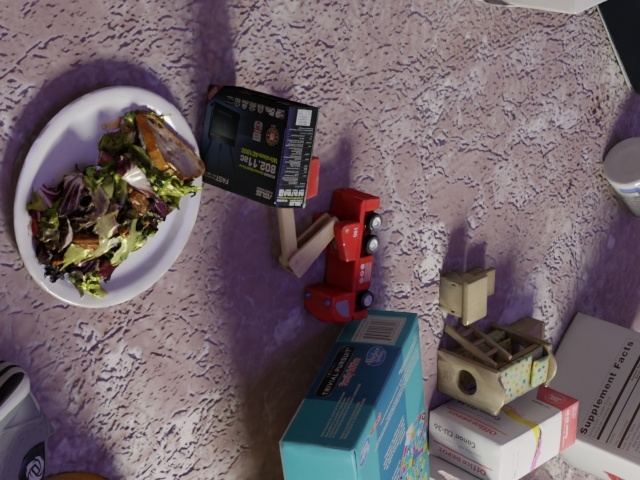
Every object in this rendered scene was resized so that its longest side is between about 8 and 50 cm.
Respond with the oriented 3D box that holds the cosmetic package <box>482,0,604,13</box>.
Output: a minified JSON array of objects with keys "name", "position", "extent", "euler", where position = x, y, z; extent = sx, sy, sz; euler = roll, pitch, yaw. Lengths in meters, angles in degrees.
[{"name":"cosmetic package","position":[0.214,-0.426,1.249],"extent":[0.155,0.197,0.365],"euler":[-29,126,-37]}]

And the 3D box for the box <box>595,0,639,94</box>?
[{"name":"box","position":[0.535,-0.475,1.500],"extent":[0.472,0.297,0.480],"euler":[-56,136,-18]}]

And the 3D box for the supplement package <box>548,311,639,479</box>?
[{"name":"supplement package","position":[0.454,0.245,1.682],"extent":[0.177,0.293,0.175],"euler":[44,72,-45]}]

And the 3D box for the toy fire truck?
[{"name":"toy fire truck","position":[0.000,0.000,1.295],"extent":[0.135,0.047,0.192],"euler":[-10,113,-44]}]

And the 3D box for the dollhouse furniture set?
[{"name":"dollhouse furniture set","position":[0.241,0.100,1.546],"extent":[0.182,0.101,0.161],"euler":[-21,119,-40]}]

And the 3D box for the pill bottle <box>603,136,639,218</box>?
[{"name":"pill bottle","position":[0.442,-0.074,1.709],"extent":[0.137,0.078,0.078],"euler":[42,74,-46]}]

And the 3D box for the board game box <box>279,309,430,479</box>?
[{"name":"board game box","position":[0.048,0.282,1.355],"extent":[0.254,0.079,0.336],"euler":[-55,145,-57]}]

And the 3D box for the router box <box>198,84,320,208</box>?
[{"name":"router box","position":[-0.059,-0.086,1.145],"extent":[0.038,0.122,0.092],"euler":[-2,106,-42]}]

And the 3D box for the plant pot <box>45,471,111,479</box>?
[{"name":"plant pot","position":[-0.189,0.336,1.118],"extent":[0.205,0.188,0.205],"euler":[-20,119,-41]}]

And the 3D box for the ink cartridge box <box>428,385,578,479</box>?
[{"name":"ink cartridge box","position":[0.213,0.237,1.559],"extent":[0.198,0.115,0.067],"euler":[-21,120,-41]}]

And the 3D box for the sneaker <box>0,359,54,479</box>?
[{"name":"sneaker","position":[-0.299,0.219,1.038],"extent":[0.229,0.086,0.132],"euler":[-48,136,-24]}]

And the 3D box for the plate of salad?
[{"name":"plate of salad","position":[-0.174,-0.034,1.098],"extent":[0.200,0.048,0.200],"euler":[-20,119,-41]}]
